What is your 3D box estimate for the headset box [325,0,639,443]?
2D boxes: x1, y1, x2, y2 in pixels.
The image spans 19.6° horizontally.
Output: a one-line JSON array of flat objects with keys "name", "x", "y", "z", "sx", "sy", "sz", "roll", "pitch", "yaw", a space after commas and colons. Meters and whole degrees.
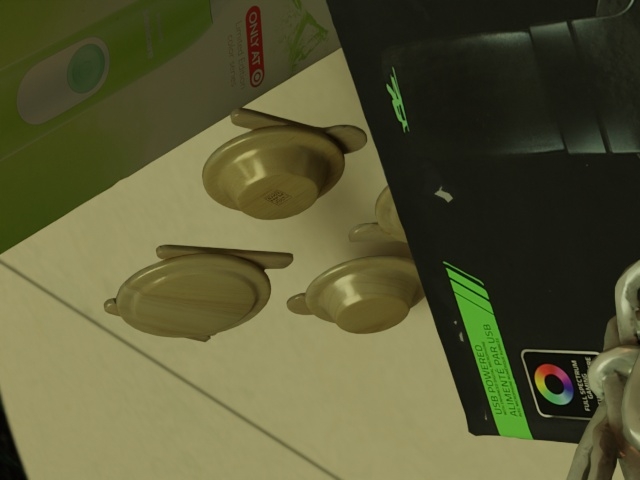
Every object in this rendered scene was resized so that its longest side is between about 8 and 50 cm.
[{"name": "headset box", "x": 0.137, "y": -0.069, "z": 0.551, "sx": 0.283, "sy": 0.131, "sz": 0.246, "roll": 1, "pitch": 117, "yaw": 46}]

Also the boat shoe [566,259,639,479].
[{"name": "boat shoe", "x": 0.117, "y": 0.048, "z": 0.459, "sx": 0.105, "sy": 0.113, "sz": 0.306, "roll": 2, "pitch": 129, "yaw": 28}]

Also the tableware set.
[{"name": "tableware set", "x": 0.000, "y": 0.000, "z": 0.752, "sx": 0.168, "sy": 0.141, "sz": 0.020, "roll": -51, "pitch": 40, "yaw": 47}]

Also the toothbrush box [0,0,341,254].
[{"name": "toothbrush box", "x": -0.113, "y": -0.128, "z": 0.645, "sx": 0.122, "sy": 0.283, "sz": 0.206, "roll": 20, "pitch": 129, "yaw": 34}]
